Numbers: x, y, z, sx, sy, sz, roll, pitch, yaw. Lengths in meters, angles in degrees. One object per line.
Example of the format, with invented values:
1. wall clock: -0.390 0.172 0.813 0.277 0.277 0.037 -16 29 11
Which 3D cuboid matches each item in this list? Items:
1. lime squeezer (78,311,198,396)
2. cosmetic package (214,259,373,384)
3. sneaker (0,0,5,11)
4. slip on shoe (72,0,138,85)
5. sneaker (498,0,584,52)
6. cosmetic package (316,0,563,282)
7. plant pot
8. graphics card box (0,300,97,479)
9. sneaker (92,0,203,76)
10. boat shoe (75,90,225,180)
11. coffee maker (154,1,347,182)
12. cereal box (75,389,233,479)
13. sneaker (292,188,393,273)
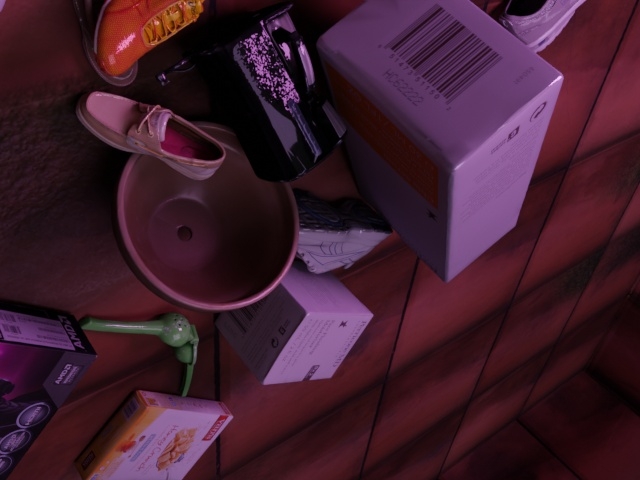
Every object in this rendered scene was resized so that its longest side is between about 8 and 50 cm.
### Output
1. lime squeezer: -0.237 0.172 1.018 0.110 0.059 0.310 -41 146 -9
2. cosmetic package: -0.043 0.133 1.099 0.183 0.151 0.151 9 119 -51
3. sneaker: -0.392 -0.187 0.431 0.321 0.126 0.127 13 111 -40
4. slip on shoe: -0.216 -0.212 0.663 0.051 0.041 0.135 -29 142 -24
5. sneaker: 0.394 -0.434 1.033 0.115 0.105 0.281 11 117 -51
6. cosmetic package: 0.156 -0.124 0.896 0.161 0.230 0.453 -41 159 -4
7. plant pot: -0.154 -0.021 0.820 0.237 0.237 0.110 -15 176 -37
8. graphics card box: -0.472 0.165 0.728 0.233 0.094 0.371 -52 146 8
9. sneaker: -0.158 -0.228 0.638 0.175 0.067 0.064 -59 156 -23
10. boat shoe: -0.182 -0.124 0.725 0.170 0.059 0.063 22 65 -29
11. coffee maker: -0.074 -0.159 0.762 0.171 0.120 0.178 -28 116 -2
12. cereal box: -0.285 0.353 1.155 0.173 0.047 0.240 -51 146 6
13. sneaker: 0.000 0.000 1.057 0.297 0.111 0.129 9 124 -49
